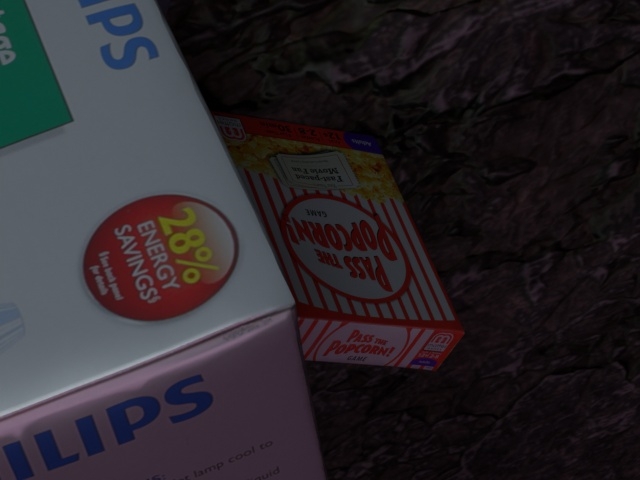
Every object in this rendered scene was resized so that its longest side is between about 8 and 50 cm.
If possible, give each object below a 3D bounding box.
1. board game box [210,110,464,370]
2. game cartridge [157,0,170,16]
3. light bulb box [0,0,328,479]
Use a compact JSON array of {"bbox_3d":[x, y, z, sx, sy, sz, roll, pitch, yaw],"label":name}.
[{"bbox_3d":[0.000,0.000,1.286,0.147,0.193,0.045,6,135,-33],"label":"board game box"},{"bbox_3d":[-0.248,-0.045,1.221,0.230,0.068,0.355,3,136,-24],"label":"game cartridge"},{"bbox_3d":[-0.149,0.058,1.054,0.225,0.358,0.361,-20,140,-8],"label":"light bulb box"}]
